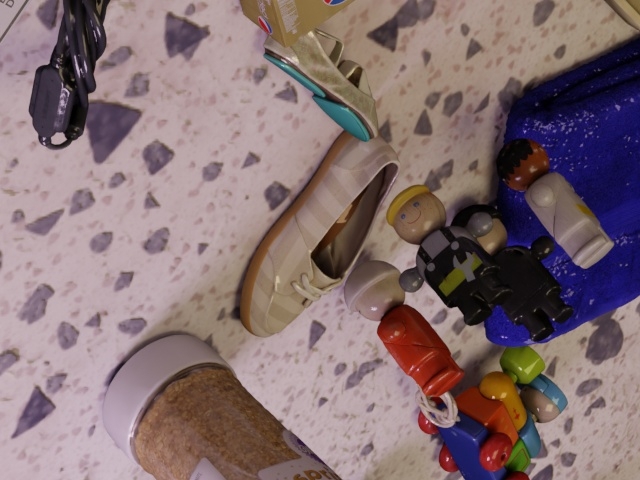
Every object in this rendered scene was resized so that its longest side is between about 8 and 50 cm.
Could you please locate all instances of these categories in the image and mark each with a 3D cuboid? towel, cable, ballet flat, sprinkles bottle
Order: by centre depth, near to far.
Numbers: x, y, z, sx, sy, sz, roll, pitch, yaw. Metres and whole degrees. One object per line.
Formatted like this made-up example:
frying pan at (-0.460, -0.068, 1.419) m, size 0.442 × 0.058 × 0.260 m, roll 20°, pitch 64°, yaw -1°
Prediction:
cable at (-0.161, -0.161, 1.378) m, size 0.184 × 0.047 × 0.151 m, roll 108°, pitch -2°, yaw -48°
ballet flat at (0.013, -0.138, 1.644) m, size 0.052 × 0.057 × 0.168 m, roll -58°, pitch 144°, yaw -5°
sprinkles bottle at (-0.042, 0.223, 1.647) m, size 0.121 × 0.355 × 0.121 m, roll -27°, pitch 138°, yaw -27°
towel at (0.274, -0.040, 1.972) m, size 0.227 × 0.076 × 0.308 m, roll -27°, pitch 138°, yaw -28°

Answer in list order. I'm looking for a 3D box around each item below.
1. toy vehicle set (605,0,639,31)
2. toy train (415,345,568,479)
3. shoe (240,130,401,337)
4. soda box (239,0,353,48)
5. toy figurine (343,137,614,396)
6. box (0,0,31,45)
toy vehicle set at (0.291, -0.311, 1.788) m, size 0.166 × 0.035 × 0.267 m, roll -52°, pitch 143°, yaw 4°
toy train at (0.180, 0.161, 2.038) m, size 0.143 × 0.105 × 0.248 m, roll -50°, pitch 144°, yaw -17°
shoe at (0.000, 0.000, 1.744) m, size 0.076 × 0.058 × 0.219 m, roll 16°, pitch 109°, yaw -50°
soda box at (0.018, -0.234, 1.558) m, size 0.181 × 0.061 × 0.058 m, roll -36°, pitch 142°, yaw -17°
toy figurine at (0.141, 0.017, 1.794) m, size 0.213 × 0.148 × 0.209 m, roll -26°, pitch 157°, yaw -26°
box at (-0.322, -0.189, 1.234) m, size 0.169 × 0.087 × 0.290 m, roll -55°, pitch 143°, yaw 8°
